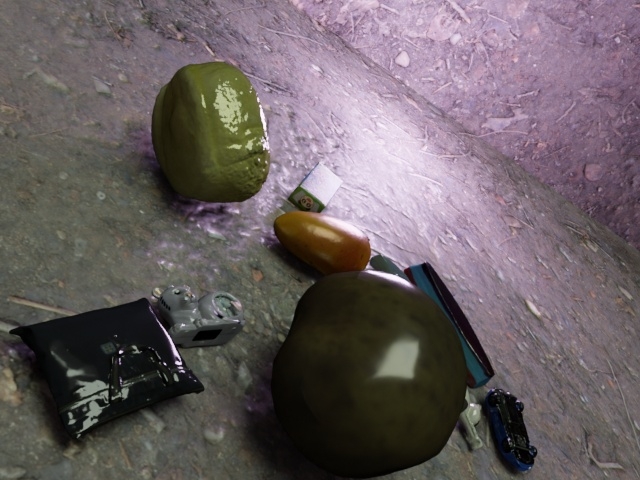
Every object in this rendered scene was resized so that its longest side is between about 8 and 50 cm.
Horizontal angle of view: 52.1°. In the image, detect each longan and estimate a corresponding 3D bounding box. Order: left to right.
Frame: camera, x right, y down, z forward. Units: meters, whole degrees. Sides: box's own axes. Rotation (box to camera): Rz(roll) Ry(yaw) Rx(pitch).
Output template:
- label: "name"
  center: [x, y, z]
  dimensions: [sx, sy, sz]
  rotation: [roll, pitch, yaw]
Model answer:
- label: "longan"
  center: [0.087, 0.244, 1.219]
  dimensions: [0.404, 0.336, 0.404]
  rotation: [23, 48, -29]

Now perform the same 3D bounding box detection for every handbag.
- label: "handbag"
  center: [-0.331, 0.194, 1.050]
  dimensions: [0.211, 0.088, 0.254]
  rotation: [49, 32, 21]

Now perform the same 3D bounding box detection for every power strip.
- label: "power strip"
  center: [0.182, 0.149, 1.717]
  dimensions: [0.167, 0.054, 0.253]
  rotation: [35, 31, -11]

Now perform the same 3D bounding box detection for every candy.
- label: "candy"
  center: [-0.010, -0.142, 1.850]
  dimensions: [0.097, 0.062, 0.194]
  rotation: [40, 32, -5]

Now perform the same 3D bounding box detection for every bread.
- label: "bread"
  center: [-0.235, -0.240, 1.486]
  dimensions: [0.237, 0.320, 0.320]
  rotation: [-14, 60, -33]

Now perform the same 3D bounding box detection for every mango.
- label: "mango"
  center: [0.000, 0.000, 1.615]
  dimensions: [0.257, 0.138, 0.187]
  rotation: [18, 26, -44]

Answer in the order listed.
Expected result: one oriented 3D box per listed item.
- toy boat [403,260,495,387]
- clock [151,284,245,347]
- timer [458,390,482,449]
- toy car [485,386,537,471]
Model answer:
- label: "toy boat"
  center: [0.351, 0.220, 1.810]
  dimensions: [0.136, 0.079, 0.392]
  rotation: [4, 51, -48]
- label: "clock"
  center: [-0.228, 0.133, 1.247]
  dimensions: [0.176, 0.080, 0.117]
  rotation: [4, 47, -44]
- label: "timer"
  center: [0.305, 0.352, 1.550]
  dimensions: [0.266, 0.175, 0.175]
  rotation: [53, 28, -18]
- label: "toy car"
  center: [0.471, 0.472, 1.637]
  dimensions: [0.103, 0.063, 0.216]
  rotation: [23, 42, -28]
